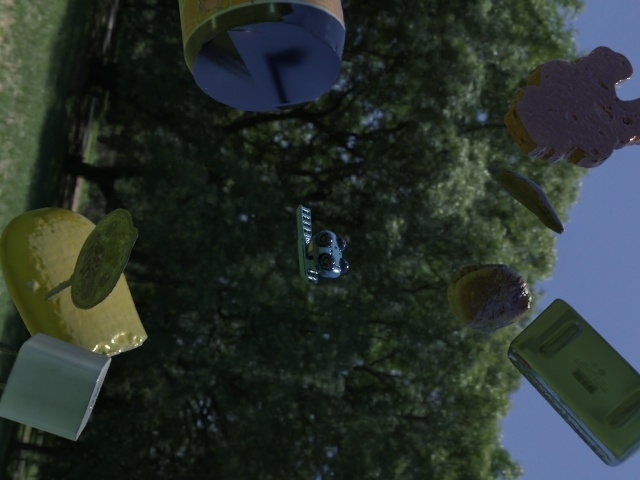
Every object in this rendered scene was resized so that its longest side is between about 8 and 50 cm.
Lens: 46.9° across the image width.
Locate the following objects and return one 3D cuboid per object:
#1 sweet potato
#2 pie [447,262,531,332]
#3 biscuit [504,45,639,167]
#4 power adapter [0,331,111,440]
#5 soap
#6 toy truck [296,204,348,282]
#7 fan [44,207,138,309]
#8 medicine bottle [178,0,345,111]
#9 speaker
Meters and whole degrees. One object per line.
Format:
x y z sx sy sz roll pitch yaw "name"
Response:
0.615 -0.117 2.115 0.243 0.077 0.077 44 -44 19 "sweet potato"
0.395 0.131 1.719 0.079 0.193 0.163 172 -92 -87 "pie"
0.446 -0.224 1.271 0.202 0.333 0.047 62 -31 10 "biscuit"
-0.468 0.225 1.210 0.125 0.204 0.130 -137 -110 -82 "power adapter"
-0.629 0.112 1.853 0.115 0.306 0.427 -36 -105 44 "soap"
0.000 0.000 1.248 0.074 0.063 0.136 -15 -111 30 "toy truck"
-0.477 0.053 1.532 0.335 0.011 0.230 -29 -133 32 "fan"
-0.099 -0.413 1.099 0.242 0.242 0.395 132 -47 -60 "medicine bottle"
0.670 0.360 1.860 0.406 0.184 0.183 49 -7 24 "speaker"
